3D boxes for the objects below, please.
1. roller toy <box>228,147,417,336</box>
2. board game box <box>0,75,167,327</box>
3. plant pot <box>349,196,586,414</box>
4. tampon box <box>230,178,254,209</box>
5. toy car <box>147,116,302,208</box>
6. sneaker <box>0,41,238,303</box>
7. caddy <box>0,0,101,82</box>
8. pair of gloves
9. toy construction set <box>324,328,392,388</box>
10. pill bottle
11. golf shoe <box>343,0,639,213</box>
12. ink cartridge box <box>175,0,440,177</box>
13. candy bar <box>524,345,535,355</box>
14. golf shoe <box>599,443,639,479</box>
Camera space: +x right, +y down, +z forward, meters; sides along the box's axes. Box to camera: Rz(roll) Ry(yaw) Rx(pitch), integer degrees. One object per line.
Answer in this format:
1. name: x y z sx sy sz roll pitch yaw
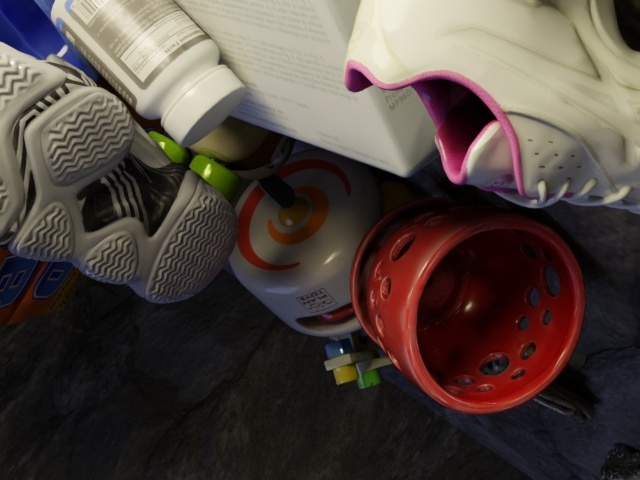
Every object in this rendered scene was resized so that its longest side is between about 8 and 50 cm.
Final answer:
1. roller toy: 0.000 0.000 1.233 0.209 0.191 0.146 27 167 41
2. board game box: -0.467 -0.128 1.438 0.356 0.356 0.356 34 -170 9
3. plant pot: 0.131 0.055 1.064 0.191 0.191 0.174 39 174 -23
4. tampon box: -0.092 -0.062 1.520 0.120 0.101 0.161 38 169 -19
5. toy car: -0.059 -0.102 1.104 0.149 0.155 0.188 28 178 39
6. sneaker: -0.226 -0.076 0.885 0.210 0.137 0.366 37 179 30
7. caddy: -0.291 -0.265 0.987 0.241 0.179 0.341 34 171 11
8. pair of gloves: 0.285 0.198 1.594 0.240 0.042 0.204 26 178 28
9. toy construction set: 0.095 0.115 1.447 0.328 0.215 0.151 -151 44 -83
10. pill bottle: -0.124 -0.139 0.804 0.137 0.078 0.078 47 171 3
11. golf shoe: 0.141 -0.061 0.614 0.306 0.140 0.115 37 169 -16
12. ink cartridge box: -0.076 -0.241 0.756 0.308 0.091 0.385 25 150 48
13. candy bar: 0.272 0.156 1.583 0.040 0.018 0.161 32 170 -1
14. golf shoe: 0.498 0.367 1.707 0.086 0.069 0.176 30 172 -6
